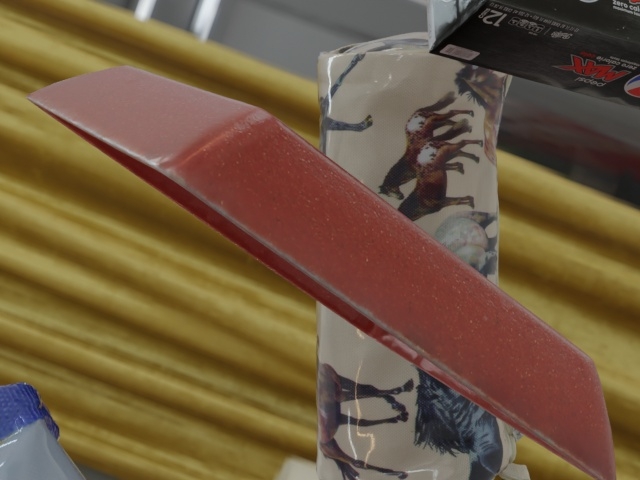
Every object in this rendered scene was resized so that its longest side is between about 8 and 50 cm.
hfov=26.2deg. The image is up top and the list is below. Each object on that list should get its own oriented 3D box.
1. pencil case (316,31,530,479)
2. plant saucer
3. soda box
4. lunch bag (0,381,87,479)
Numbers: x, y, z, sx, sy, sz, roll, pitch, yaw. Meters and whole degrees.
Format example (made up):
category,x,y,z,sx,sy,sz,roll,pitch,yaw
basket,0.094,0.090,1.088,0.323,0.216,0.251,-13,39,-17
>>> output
category,x,y,z,sx,sy,sz,roll,pitch,yaw
pencil case,0.087,0.015,1.185,0.160,0.183,0.410,-136,45,-82
plant saucer,0.000,0.000,0.659,0.047,0.259,0.258,-57,26,-3
soda box,0.135,-0.108,0.671,0.053,0.169,0.060,-38,46,54
lunch bag,-0.191,0.283,0.451,0.385,0.328,0.239,-26,-16,-18
